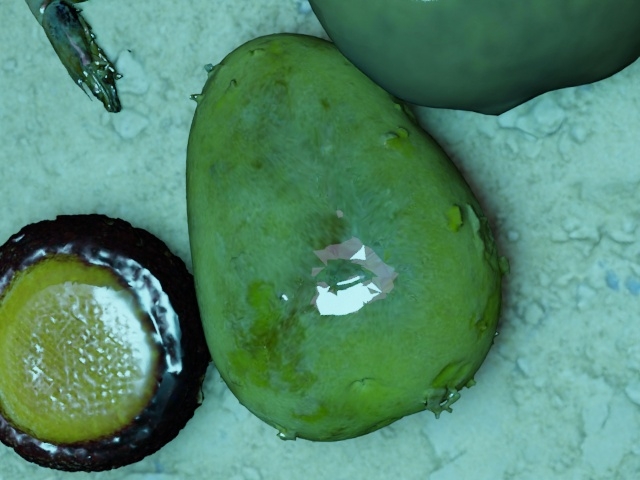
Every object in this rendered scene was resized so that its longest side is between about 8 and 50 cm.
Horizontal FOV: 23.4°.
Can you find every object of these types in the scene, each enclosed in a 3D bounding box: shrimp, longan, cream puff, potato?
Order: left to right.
[{"bbox_3d":[-0.210,0.091,1.411,0.239,0.165,0.239,1,93,9],"label":"cream puff"},{"bbox_3d":[-0.202,-0.230,1.478,0.148,0.035,0.195,-30,83,8],"label":"shrimp"},{"bbox_3d":[0.016,-0.011,1.338,0.269,0.219,0.359,-14,82,10],"label":"potato"},{"bbox_3d":[0.151,-0.256,1.281,0.350,0.288,0.288,-23,85,-8],"label":"longan"}]
